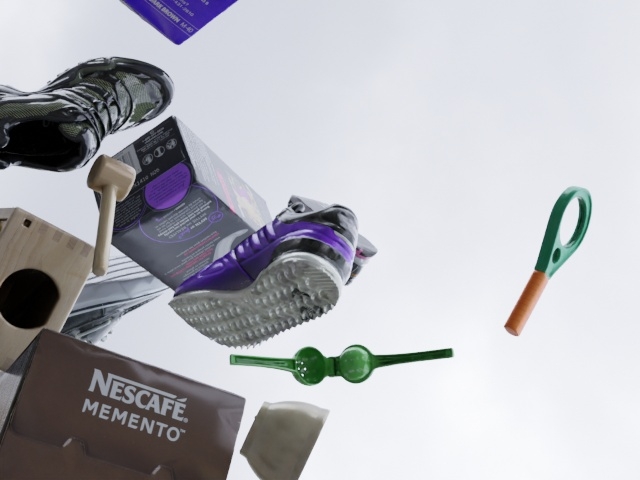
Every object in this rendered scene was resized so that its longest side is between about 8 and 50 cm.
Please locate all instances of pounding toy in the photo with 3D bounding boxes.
[{"bbox_3d":[-0.246,0.007,0.933,0.206,0.094,0.181,-64,-158,-10],"label":"pounding toy"}]

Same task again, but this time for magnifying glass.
[{"bbox_3d":[0.311,0.027,1.481,0.026,0.092,0.231,16,-112,37],"label":"magnifying glass"}]

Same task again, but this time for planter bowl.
[{"bbox_3d":[-0.066,0.330,1.786,0.109,0.162,0.162,25,-67,3],"label":"planter bowl"}]

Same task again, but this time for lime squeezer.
[{"bbox_3d":[0.025,0.164,1.521,0.110,0.310,0.059,103,-16,-57],"label":"lime squeezer"}]

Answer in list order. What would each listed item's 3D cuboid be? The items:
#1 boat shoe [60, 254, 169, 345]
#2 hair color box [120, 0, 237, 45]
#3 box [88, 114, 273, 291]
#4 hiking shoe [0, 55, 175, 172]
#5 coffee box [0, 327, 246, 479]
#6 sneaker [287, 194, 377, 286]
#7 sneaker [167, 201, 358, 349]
[{"bbox_3d":[-0.384,0.113,1.758,0.121,0.335,0.119,30,-50,54],"label":"boat shoe"},{"bbox_3d":[-0.062,-0.369,1.141,0.339,0.110,0.185,-28,-143,40],"label":"hair color box"},{"bbox_3d":[-0.192,-0.031,1.620,0.165,0.270,0.143,-31,-128,10],"label":"box"},{"bbox_3d":[-0.230,-0.106,1.030,0.114,0.227,0.086,47,-38,35],"label":"hiking shoe"},{"bbox_3d":[-0.201,0.188,0.889,0.297,0.168,0.119,-36,-145,56],"label":"coffee box"},{"bbox_3d":[0.000,0.000,1.543,0.178,0.072,0.077,46,-67,45],"label":"sneaker"},{"bbox_3d":[-0.057,0.032,1.283,0.293,0.102,0.146,-19,-144,45],"label":"sneaker"}]
